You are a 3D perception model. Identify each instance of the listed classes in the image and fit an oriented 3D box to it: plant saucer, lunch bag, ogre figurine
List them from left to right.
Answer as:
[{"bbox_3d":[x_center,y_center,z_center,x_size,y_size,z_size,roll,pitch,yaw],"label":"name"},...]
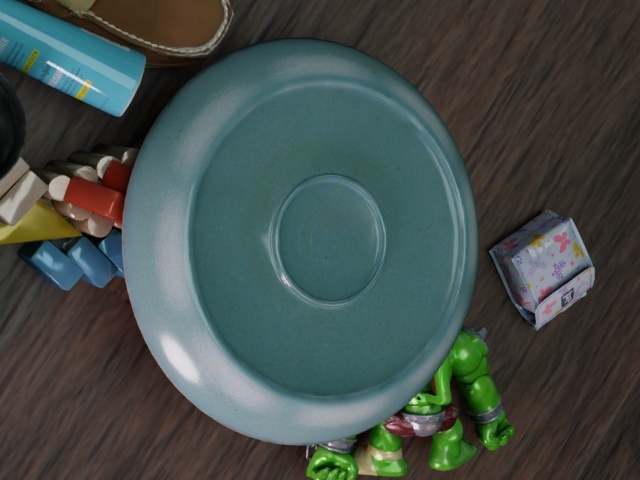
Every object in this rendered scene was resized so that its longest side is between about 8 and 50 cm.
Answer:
[{"bbox_3d":[0.000,0.000,1.531,0.317,0.043,0.317,1,89,-31],"label":"plant saucer"},{"bbox_3d":[0.081,0.135,1.666,0.197,0.097,0.118,-1,108,-12],"label":"ogre figurine"},{"bbox_3d":[0.198,0.027,1.729,0.071,0.053,0.083,-33,117,-16],"label":"lunch bag"}]

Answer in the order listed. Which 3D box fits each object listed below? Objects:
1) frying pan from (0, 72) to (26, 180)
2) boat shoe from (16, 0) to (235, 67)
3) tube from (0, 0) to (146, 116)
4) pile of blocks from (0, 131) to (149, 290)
[{"bbox_3d":[-0.364,-0.061,1.406,0.326,0.197,0.053,-21,145,-32],"label":"frying pan"},{"bbox_3d":[-0.206,-0.227,1.485,0.324,0.120,0.122,28,85,-24],"label":"boat shoe"},{"bbox_3d":[-0.233,-0.157,1.484,0.207,0.080,0.052,23,58,-15],"label":"tube"},{"bbox_3d":[-0.125,-0.022,1.548,0.362,0.112,0.149,-12,100,-22],"label":"pile of blocks"}]
